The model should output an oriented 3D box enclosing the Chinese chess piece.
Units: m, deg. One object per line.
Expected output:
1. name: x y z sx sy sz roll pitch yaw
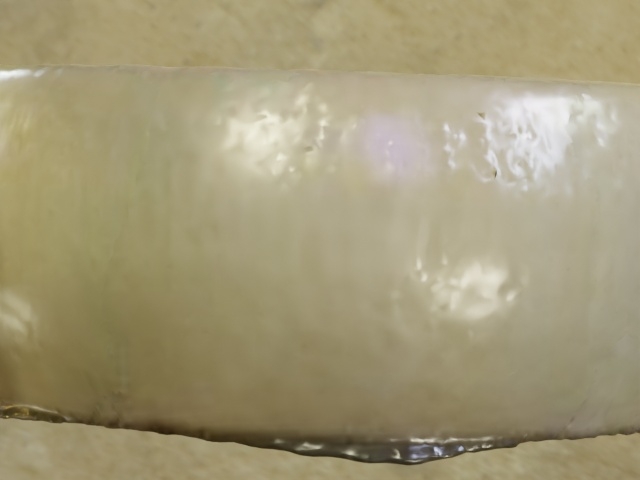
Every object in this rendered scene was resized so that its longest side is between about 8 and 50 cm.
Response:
1. Chinese chess piece: 0.000 0.000 0.785 0.338 0.338 0.140 2 93 29
